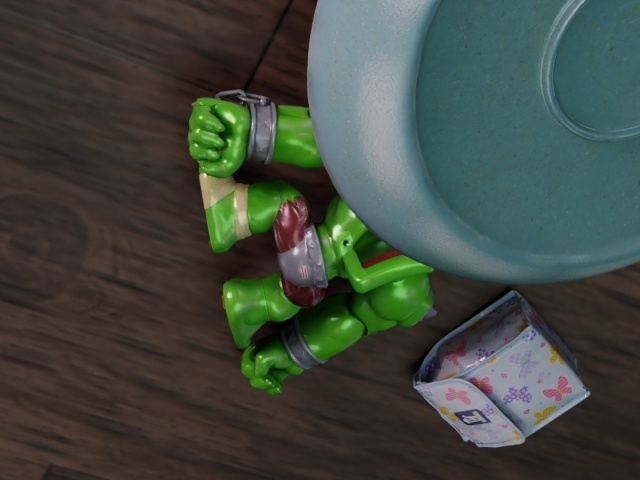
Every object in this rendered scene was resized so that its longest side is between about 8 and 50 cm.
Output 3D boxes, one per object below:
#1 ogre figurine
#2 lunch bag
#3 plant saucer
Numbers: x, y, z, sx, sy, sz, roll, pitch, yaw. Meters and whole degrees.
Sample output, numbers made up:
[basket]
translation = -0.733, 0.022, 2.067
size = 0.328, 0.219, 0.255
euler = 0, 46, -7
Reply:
[ogre figurine]
translation = 0.000, 0.000, 1.084
size = 0.118, 0.097, 0.197
euler = -9, 110, 1
[lunch bag]
translation = 0.107, 0.084, 1.188
size = 0.083, 0.053, 0.071
euler = -34, 122, 14
[plant saucer]
translation = 0.148, -0.101, 0.981
size = 0.317, 0.044, 0.317
euler = -14, 129, -18
